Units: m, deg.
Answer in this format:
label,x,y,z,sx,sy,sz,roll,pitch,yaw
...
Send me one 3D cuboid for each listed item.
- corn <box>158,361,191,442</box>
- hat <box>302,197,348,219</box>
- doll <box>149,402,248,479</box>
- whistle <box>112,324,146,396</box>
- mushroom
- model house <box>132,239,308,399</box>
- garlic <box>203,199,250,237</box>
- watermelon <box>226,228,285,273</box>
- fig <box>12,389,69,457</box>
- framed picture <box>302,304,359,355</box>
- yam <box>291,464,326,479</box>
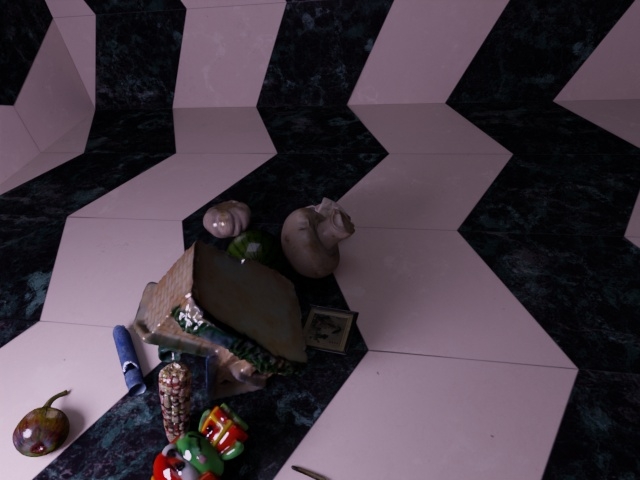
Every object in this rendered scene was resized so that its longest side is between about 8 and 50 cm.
label,x,y,z,sx,sy,sz,roll,pitch,yaw
corn,-0.421,0.479,1.276,0.092,0.281,0.092,4,25,-2
hat,0.006,-0.065,1.987,0.226,0.164,0.219,-39,39,24
doll,-0.356,0.620,1.181,0.182,0.160,0.363,28,54,35
whistle,-0.684,0.418,1.538,0.062,0.062,0.304,-25,44,-19
mushroom,0.000,0.000,1.725,0.290,0.297,0.297,-21,35,24
model house,-0.337,0.293,1.392,0.400,0.445,0.395,-39,41,23
garlic,-0.435,-0.093,2.020,0.227,0.152,0.228,-11,26,5
watermelon,-0.260,0.072,1.742,0.242,0.242,0.242,-4,41,4
fig,-0.858,0.554,1.365,0.149,0.149,0.245,-15,29,-9
framed picture,0.025,0.323,1.580,0.195,0.010,0.199,7,43,16
yam,-0.034,0.651,1.208,0.107,0.014,0.014,12,44,21
